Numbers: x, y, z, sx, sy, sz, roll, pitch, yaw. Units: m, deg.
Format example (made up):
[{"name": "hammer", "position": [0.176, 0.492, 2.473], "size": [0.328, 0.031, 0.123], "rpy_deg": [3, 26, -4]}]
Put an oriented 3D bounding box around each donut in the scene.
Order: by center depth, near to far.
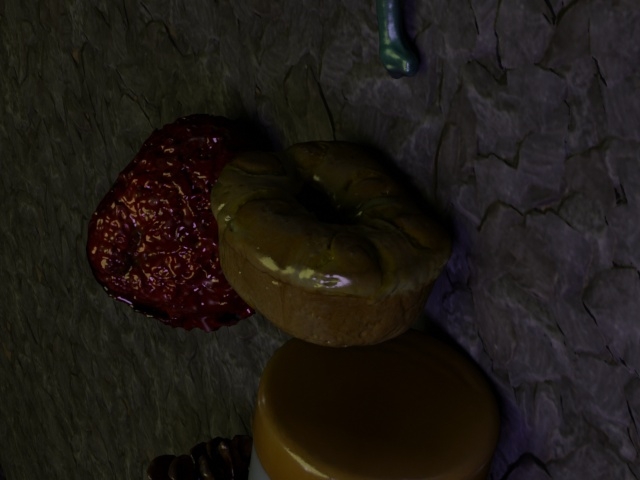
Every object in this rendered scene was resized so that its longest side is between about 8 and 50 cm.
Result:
[{"name": "donut", "position": [0.000, 0.000, 1.376], "size": [0.261, 0.208, 0.128], "rpy_deg": [50, 143, 47]}]

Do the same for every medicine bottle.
[{"name": "medicine bottle", "position": [0.045, 0.239, 1.364], "size": [0.238, 0.238, 0.232], "rpy_deg": [49, 143, 41]}]

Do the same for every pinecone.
[{"name": "pinecone", "position": [-0.137, 0.377, 1.765], "size": [0.309, 0.244, 0.244], "rpy_deg": [-47, 60, 43]}]

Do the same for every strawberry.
[{"name": "strawberry", "position": [-0.176, -0.014, 1.665], "size": [0.274, 0.220, 0.274], "rpy_deg": [29, 125, 51]}]

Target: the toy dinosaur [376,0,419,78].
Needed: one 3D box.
[{"name": "toy dinosaur", "position": [0.004, -0.384, 1.337], "size": [0.383, 0.129, 0.331], "rpy_deg": [54, 153, 38]}]
